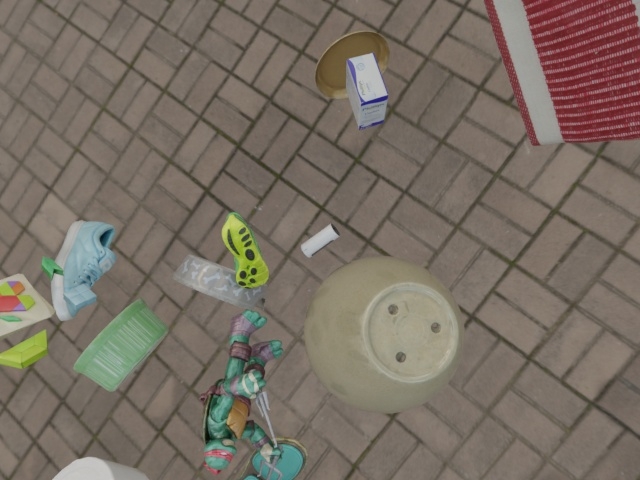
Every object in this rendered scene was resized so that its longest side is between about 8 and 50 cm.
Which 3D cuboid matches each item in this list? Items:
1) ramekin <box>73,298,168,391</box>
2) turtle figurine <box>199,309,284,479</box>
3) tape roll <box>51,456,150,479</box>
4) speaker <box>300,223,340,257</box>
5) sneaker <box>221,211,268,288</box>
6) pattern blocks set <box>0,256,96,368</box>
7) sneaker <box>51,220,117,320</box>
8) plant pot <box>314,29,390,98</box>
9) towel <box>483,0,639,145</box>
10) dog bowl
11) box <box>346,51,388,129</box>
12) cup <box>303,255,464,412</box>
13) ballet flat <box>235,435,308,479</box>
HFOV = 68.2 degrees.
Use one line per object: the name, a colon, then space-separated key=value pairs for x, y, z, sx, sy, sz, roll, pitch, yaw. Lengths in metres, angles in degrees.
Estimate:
ramekin: x=-0.657 y=0.358 z=1.595 sx=0.148 sy=0.303 sz=0.303 roll=41 pitch=96 yaw=-4
turtle figurine: x=-0.106 y=0.223 z=0.647 sx=0.118 sy=0.175 sz=0.234 roll=2 pitch=44 yaw=3
tape roll: x=-0.429 y=0.550 z=0.849 sx=0.286 sy=0.100 sz=0.286 roll=-22 pitch=46 yaw=24
speaker: x=0.000 y=0.000 z=1.625 sx=0.136 sy=0.055 sz=0.055 roll=-36 pitch=77 yaw=15
sneaker: x=-0.231 y=0.034 z=1.488 sx=0.109 sy=0.296 sz=0.123 roll=-10 pitch=41 yaw=-2
pattern blocks set: x=-0.605 y=0.130 z=0.861 sx=0.285 sy=0.325 sz=0.026 roll=28 pitch=126 yaw=14
sneaker: x=-0.730 y=0.077 z=1.487 sx=0.150 sy=0.135 sz=0.366 roll=-4 pitch=55 yaw=-4
plant pot: x=0.089 y=-0.514 z=1.379 sx=0.236 sy=0.236 sz=0.032 roll=-29 pitch=63 yaw=10
towel: x=0.246 y=-0.178 z=0.286 sx=0.037 sy=0.329 sz=0.237 roll=-35 pitch=111 yaw=-22
dog bowl: x=-0.348 y=0.149 z=1.696 sx=0.348 sy=0.349 sz=0.102 roll=19 pitch=84 yaw=16
box: x=0.114 y=-0.370 z=1.184 sx=0.072 sy=0.137 sz=0.126 roll=-16 pitch=76 yaw=-1
cup: x=0.141 y=0.177 z=0.907 sx=0.331 sy=0.237 sz=0.331 roll=1 pitch=79 yaw=-6
ballet flat: x=-0.131 y=0.585 z=1.225 sx=0.123 sy=0.123 sz=0.348 roll=44 pitch=118 yaw=15
